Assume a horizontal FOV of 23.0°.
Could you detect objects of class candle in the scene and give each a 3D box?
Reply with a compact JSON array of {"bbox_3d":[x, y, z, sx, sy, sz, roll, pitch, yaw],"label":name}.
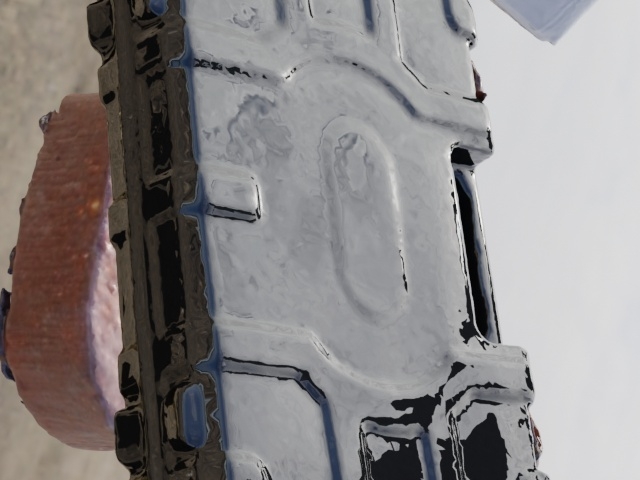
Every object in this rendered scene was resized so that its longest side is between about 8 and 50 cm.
[{"bbox_3d":[-0.121,0.006,1.288,0.317,0.131,0.287,-36,114,-48],"label":"candle"}]

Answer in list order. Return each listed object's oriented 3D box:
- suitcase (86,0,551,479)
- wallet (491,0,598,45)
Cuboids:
[{"bbox_3d":[0.000,0.000,0.690,0.066,0.206,0.285,-27,-118,44],"label":"suitcase"},{"bbox_3d":[0.175,-0.207,0.939,0.190,0.095,0.033,-46,-141,17],"label":"wallet"}]
